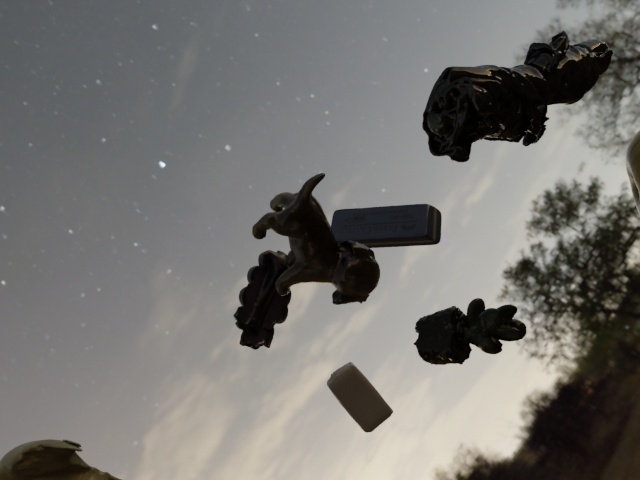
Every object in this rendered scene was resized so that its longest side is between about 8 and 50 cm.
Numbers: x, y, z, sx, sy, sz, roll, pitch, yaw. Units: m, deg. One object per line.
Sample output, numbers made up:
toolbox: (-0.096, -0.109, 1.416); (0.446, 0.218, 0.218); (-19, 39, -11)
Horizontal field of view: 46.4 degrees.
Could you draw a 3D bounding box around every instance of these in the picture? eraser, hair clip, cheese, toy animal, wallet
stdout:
eraser: (0.132, -0.027, 1.523); (0.036, 0.225, 0.081); (58, -145, -52)
hair clip: (-0.095, 0.112, 1.374); (0.124, 0.052, 0.195); (38, -116, -35)
cheese: (-0.357, 0.395, 1.093); (0.233, 0.266, 0.127); (-44, 21, 50)
toy animal: (-0.007, 0.012, 1.286); (0.169, 0.233, 0.121); (-22, 18, 30)
wallet: (0.096, 0.395, 1.882); (0.095, 0.190, 0.033); (-41, 15, -4)

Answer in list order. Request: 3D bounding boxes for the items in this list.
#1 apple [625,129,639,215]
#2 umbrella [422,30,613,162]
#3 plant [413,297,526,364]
apple: (0.786, -0.146, 1.592); (0.233, 0.285, 0.286); (-14, -15, 19)
umbrella: (0.184, -0.127, 0.646); (0.224, 0.071, 0.080); (-27, -31, -35)
plant: (0.376, 0.228, 1.878); (0.275, 0.149, 0.146); (-21, -21, 39)
